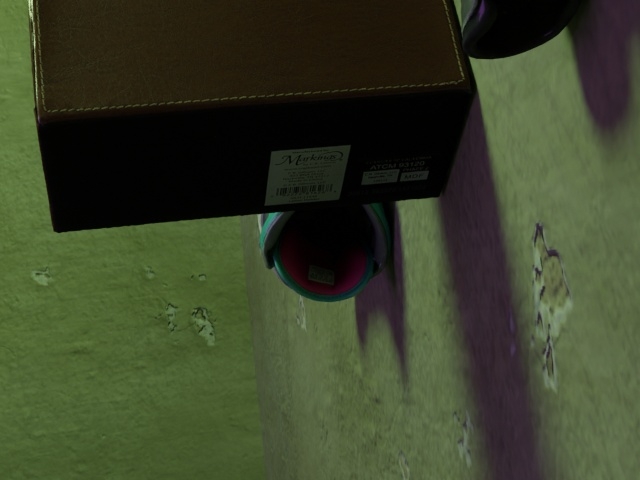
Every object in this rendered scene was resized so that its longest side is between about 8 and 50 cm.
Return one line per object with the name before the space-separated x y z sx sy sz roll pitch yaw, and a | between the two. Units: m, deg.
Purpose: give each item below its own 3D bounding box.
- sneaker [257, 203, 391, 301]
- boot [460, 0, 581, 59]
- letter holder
sneaker | 0.000 0.000 1.378 0.295 0.124 0.178 97 174 -50
boot | 0.091 -0.268 0.692 0.338 0.118 0.222 78 177 -54
letter holder | -0.063 -0.146 1.067 0.152 0.302 0.214 100 163 -60
